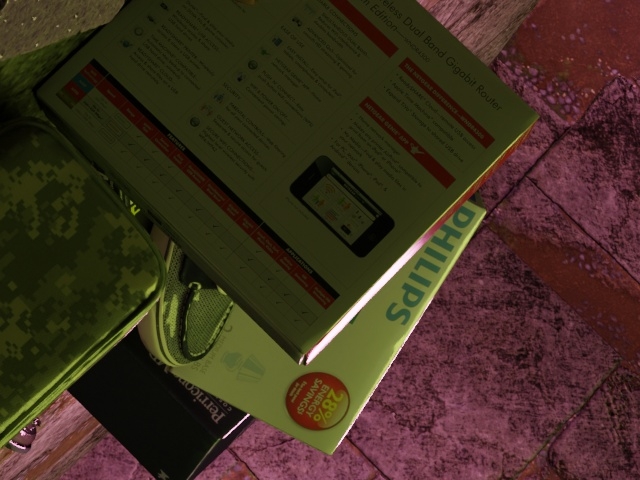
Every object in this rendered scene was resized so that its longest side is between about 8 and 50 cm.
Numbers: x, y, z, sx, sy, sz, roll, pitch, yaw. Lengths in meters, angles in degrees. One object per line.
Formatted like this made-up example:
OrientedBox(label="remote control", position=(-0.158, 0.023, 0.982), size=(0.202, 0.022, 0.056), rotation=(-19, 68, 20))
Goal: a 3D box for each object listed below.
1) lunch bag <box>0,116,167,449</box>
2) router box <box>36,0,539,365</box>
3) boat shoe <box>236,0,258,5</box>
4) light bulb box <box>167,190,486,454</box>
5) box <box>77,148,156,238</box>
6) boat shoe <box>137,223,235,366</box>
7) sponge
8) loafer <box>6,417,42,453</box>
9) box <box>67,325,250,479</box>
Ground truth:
OrientedBox(label="lunch bag", position=(-0.295, 0.047, 1.523), size=(0.305, 0.212, 0.256), rotation=(-44, -169, -10))
OrientedBox(label="router box", position=(-0.029, -0.111, 1.571), size=(0.301, 0.335, 0.082), rotation=(-44, 173, -9))
OrientedBox(label="boat shoe", position=(0.013, -0.329, 1.313), size=(0.342, 0.123, 0.123), rotation=(-53, 174, 3))
OrientedBox(label="light bulb box", position=(0.000, 0.000, 2.117), size=(0.358, 0.225, 0.361), rotation=(-59, -169, 15))
OrientedBox(label="box", position=(-0.133, -0.115, 1.790), size=(0.270, 0.060, 0.216), rotation=(-41, 149, -36))
OrientedBox(label="boat shoe", position=(-0.079, 0.010, 1.763), size=(0.127, 0.158, 0.340), rotation=(-30, 141, -46))
OrientedBox(label="sponge", position=(-0.195, -0.194, 1.324), size=(0.117, 0.031, 0.210), rotation=(-50, 172, 31))
OrientedBox(label="loafer", position=(-0.415, 0.216, 2.329), size=(0.095, 0.109, 0.302), rotation=(-49, 172, -3))
OrientedBox(label="box", position=(-0.151, 0.101, 2.440), size=(0.395, 0.293, 0.212), rotation=(-42, 173, -36))
